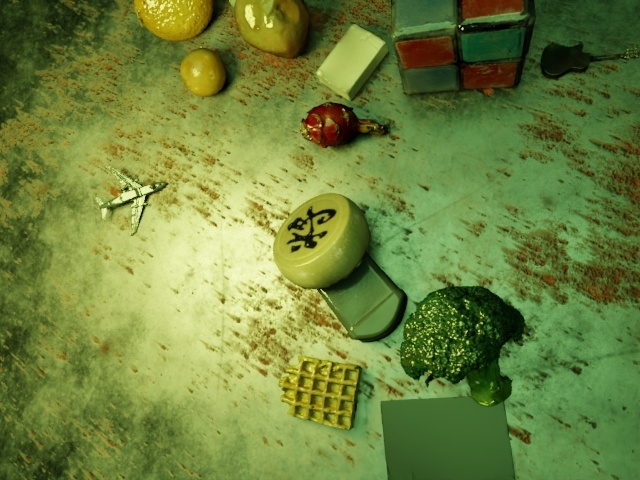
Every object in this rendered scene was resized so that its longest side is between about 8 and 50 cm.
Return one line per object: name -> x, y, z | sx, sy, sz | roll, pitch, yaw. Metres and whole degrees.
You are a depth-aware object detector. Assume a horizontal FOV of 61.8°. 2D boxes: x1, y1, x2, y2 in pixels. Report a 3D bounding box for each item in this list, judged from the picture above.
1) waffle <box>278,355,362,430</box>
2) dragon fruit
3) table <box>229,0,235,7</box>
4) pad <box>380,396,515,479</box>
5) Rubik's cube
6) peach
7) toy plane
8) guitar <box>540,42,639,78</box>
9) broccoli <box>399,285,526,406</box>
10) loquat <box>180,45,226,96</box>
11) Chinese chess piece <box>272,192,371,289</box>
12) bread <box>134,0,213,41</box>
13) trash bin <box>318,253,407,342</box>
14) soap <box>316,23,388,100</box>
waffle -> -0.009, 0.380, 1.367 | 0.210, 0.055, 0.161 | 9, 83, 17
dragon fruit -> 0.067, -0.309, 1.448 | 0.245, 0.125, 0.125 | 2, 67, 1
table -> -0.241, -0.823, 1.607 | 0.198, 0.166, 0.167 | -41, 72, 13
pad -> 0.301, 0.483, 1.291 | 0.299, 0.005, 0.202 | -8, 78, 13
Rubik's cube -> 0.342, -0.573, 1.313 | 0.318, 0.313, 0.317 | -2, 79, 15
peach -> -0.132, -0.626, 1.522 | 0.214, 0.214, 0.236 | -28, 92, 8
toy plane -> -0.573, -0.133, 1.610 | 0.226, 0.058, 0.226 | -20, 91, 11
guitar -> 0.682, -0.463, 1.354 | 0.233, 0.025, 0.088 | -1, 78, 15
broccoli -> 0.327, 0.245, 1.209 | 0.297, 0.297, 0.298 | -26, 96, 9
loquat -> -0.348, -0.499, 1.580 | 0.141, 0.141, 0.141 | -3, 79, 14
Chinese chess piece -> 0.000, 0.000, 1.347 | 0.257, 0.104, 0.257 | -25, 40, 23
bread -> -0.440, -0.729, 1.621 | 0.239, 0.240, 0.139 | -21, 33, 10
trash bin -> 0.105, 0.141, 1.359 | 0.176, 0.101, 0.236 | -42, 70, 6
soap -> 0.088, -0.503, 1.499 | 0.121, 0.064, 0.183 | 38, 91, 17
